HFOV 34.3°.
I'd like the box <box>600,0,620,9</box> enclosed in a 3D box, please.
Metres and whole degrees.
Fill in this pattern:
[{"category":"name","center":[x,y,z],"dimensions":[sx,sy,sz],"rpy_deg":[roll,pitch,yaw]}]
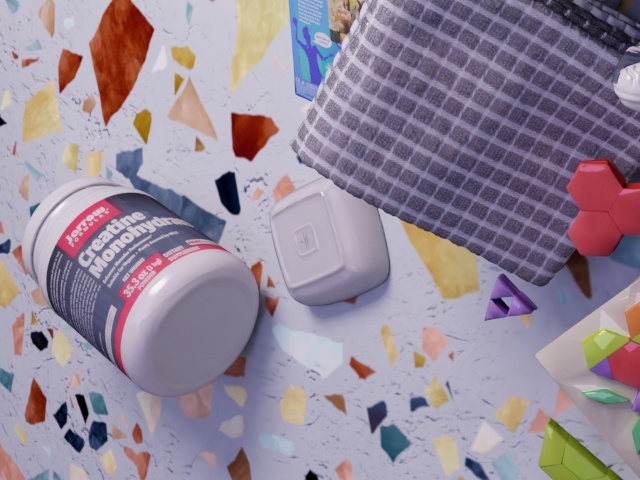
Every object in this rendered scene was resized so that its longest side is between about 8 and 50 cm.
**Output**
[{"category":"box","center":[0.161,-0.314,1.000],"dimensions":[0.322,0.058,0.232],"rpy_deg":[36,116,33]}]

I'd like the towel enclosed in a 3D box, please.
[{"category":"towel","center":[0.148,-0.110,0.887],"dimensions":[0.284,0.121,0.235],"rpy_deg":[27,116,-7]}]

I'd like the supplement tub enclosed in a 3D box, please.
[{"category":"supplement tub","center":[-0.225,0.050,1.277],"dimensions":[0.272,0.191,0.191],"rpy_deg":[32,113,36]}]

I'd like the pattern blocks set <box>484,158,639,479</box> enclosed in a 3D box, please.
[{"category":"pattern blocks set","center":[0.285,0.117,0.852],"dimensions":[0.325,0.026,0.285],"rpy_deg":[35,119,11]}]

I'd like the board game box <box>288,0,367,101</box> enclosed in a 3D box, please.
[{"category":"board game box","center":[0.033,-0.227,1.069],"dimensions":[0.160,0.047,0.210],"rpy_deg":[31,138,39]}]

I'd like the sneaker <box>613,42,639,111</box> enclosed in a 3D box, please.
[{"category":"sneaker","center":[0.309,-0.071,0.777],"dimensions":[0.094,0.235,0.153],"rpy_deg":[35,127,49]}]

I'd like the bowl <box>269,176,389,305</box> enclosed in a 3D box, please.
[{"category":"bowl","center":[0.000,0.000,1.165],"dimensions":[0.142,0.053,0.142],"rpy_deg":[-23,78,41]}]
